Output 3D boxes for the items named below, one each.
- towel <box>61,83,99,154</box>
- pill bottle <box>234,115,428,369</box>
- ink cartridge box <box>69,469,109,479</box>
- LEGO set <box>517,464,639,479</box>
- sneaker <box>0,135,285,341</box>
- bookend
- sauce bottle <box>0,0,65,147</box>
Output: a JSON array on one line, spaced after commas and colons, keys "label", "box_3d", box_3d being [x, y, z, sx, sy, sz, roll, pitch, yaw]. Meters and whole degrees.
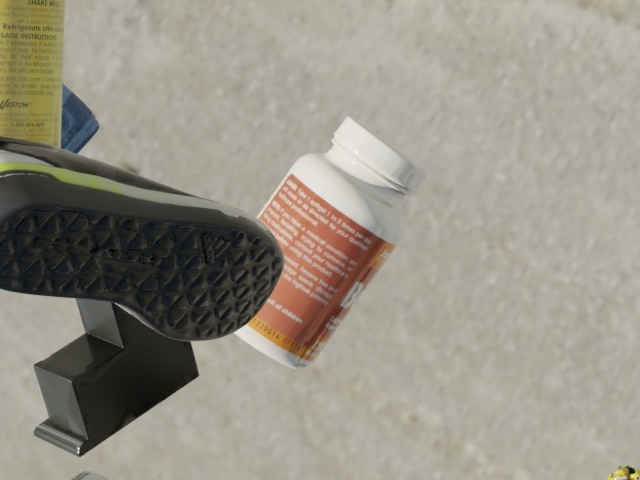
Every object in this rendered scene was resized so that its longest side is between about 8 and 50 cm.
[{"label": "towel", "box_3d": [-0.271, -0.130, 1.756, 0.119, 0.067, 0.029, 46, 171, -21]}, {"label": "pill bottle", "box_3d": [0.000, 0.000, 1.666, 0.121, 0.216, 0.121, 35, -174, -4]}, {"label": "ink cartridge box", "box_3d": [-0.158, 0.289, 1.286, 0.154, 0.093, 0.212, 39, 133, 20]}, {"label": "LEGO set", "box_3d": [0.186, 0.307, 1.826, 0.331, 0.255, 0.192, -10, 116, 33]}, {"label": "sneaker", "box_3d": [-0.116, -0.016, 1.006, 0.234, 0.084, 0.097, 21, -158, -47]}, {"label": "bookend", "box_3d": [-0.208, 0.093, 1.727, 0.072, 0.157, 0.156, 17, 130, 42]}, {"label": "sauce bottle", "box_3d": [-0.237, -0.168, 1.325, 0.111, 0.344, 0.111, 4, -175, 0]}]
